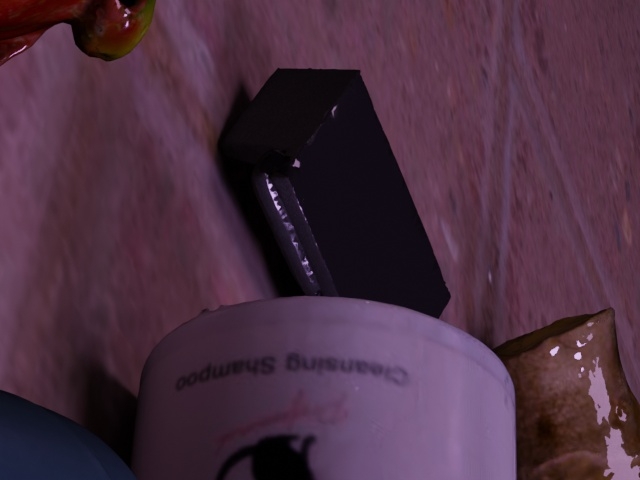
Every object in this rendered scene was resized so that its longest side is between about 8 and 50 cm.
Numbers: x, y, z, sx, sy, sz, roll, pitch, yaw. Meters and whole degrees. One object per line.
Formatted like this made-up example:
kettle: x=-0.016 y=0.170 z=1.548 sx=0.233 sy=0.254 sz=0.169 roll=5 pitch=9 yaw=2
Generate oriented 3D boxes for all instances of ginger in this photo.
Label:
ginger: x=0.171 y=0.172 z=1.246 sx=0.116 sy=0.109 sz=0.263 roll=-22 pitch=102 yaw=-43

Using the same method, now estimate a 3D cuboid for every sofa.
sofa: x=0.000 y=0.000 z=0.928 sx=0.085 sy=0.060 sz=0.147 roll=-58 pitch=138 yaw=-39

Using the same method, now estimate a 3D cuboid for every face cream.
face cream: x=-0.003 y=0.209 z=0.649 sx=0.145 sy=0.145 sz=0.370 roll=56 pitch=29 yaw=-51

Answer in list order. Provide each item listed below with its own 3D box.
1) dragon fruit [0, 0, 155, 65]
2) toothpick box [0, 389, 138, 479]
dragon fruit: x=-0.115 y=-0.087 z=0.549 sx=0.142 sy=0.138 sz=0.175 roll=35 pitch=69 yaw=-12
toothpick box: x=-0.119 y=0.079 z=0.424 sx=0.184 sy=0.120 sz=0.120 roll=32 pitch=51 yaw=-62
